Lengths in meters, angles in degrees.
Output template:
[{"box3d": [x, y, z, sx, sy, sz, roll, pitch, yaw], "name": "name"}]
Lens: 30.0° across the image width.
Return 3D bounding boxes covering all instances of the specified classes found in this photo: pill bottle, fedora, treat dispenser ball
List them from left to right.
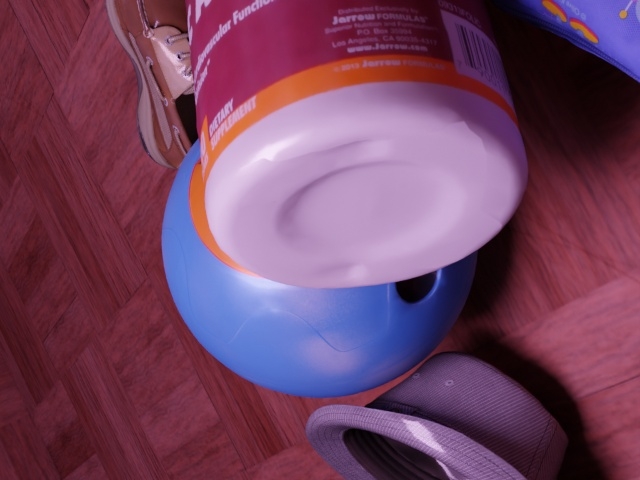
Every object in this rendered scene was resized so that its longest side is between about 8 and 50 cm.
[{"box3d": [0.000, 0.000, 1.095, 0.288, 0.288, 0.288, 37, 139, 41], "name": "treat dispenser ball"}, {"box3d": [0.008, -0.182, 0.905, 0.224, 0.224, 0.392, 118, 149, -54], "name": "pill bottle"}, {"box3d": [0.129, 0.190, 1.145, 0.243, 0.124, 0.275, 43, 156, -21], "name": "fedora"}]

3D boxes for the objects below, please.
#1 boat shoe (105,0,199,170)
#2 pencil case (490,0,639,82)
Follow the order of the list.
[{"box3d": [-0.153, -0.213, 1.380, 0.120, 0.122, 0.324, 30, 143, 39], "name": "boat shoe"}, {"box3d": [0.232, -0.151, 0.782, 0.306, 0.133, 0.119, 44, 176, 35], "name": "pencil case"}]
